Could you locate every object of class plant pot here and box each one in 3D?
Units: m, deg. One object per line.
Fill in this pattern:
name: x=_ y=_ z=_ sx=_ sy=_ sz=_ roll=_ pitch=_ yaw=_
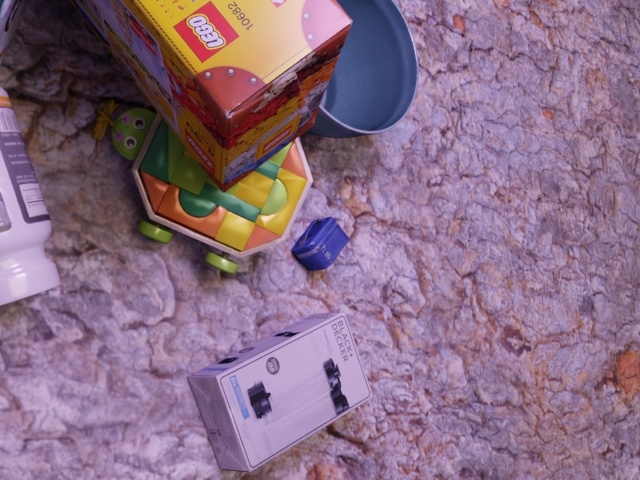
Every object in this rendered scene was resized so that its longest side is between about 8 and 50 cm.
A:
plant pot: x=0.003 y=-0.308 z=1.536 sx=0.293 sy=0.196 sz=0.293 roll=9 pitch=75 yaw=-38

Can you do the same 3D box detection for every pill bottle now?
pill bottle: x=-0.448 y=-0.052 z=1.135 sx=0.162 sy=0.162 sz=0.279 roll=-20 pitch=94 yaw=-40

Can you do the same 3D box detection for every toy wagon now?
toy wagon: x=-0.190 y=-0.116 z=1.356 sx=0.344 sy=0.068 sz=0.267 roll=25 pitch=88 yaw=-16

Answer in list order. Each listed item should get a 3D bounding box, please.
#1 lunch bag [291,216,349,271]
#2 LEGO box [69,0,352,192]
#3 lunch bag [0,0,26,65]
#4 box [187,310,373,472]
lunch bag: x=0.000 y=0.000 z=1.556 sx=0.065 sy=0.067 sz=0.098 roll=51 pitch=53 yaw=-21
LEGO box: x=-0.207 y=-0.349 z=1.145 sx=0.193 sy=0.372 sz=0.500 roll=-38 pitch=86 yaw=-12
lunch bag: x=-0.474 y=-0.299 z=1.092 sx=0.262 sy=0.223 sz=0.160 roll=-35 pitch=90 yaw=-28
box: x=-0.059 y=0.244 z=1.446 sx=0.290 sy=0.087 sz=0.169 roll=-21 pitch=95 yaw=-40
